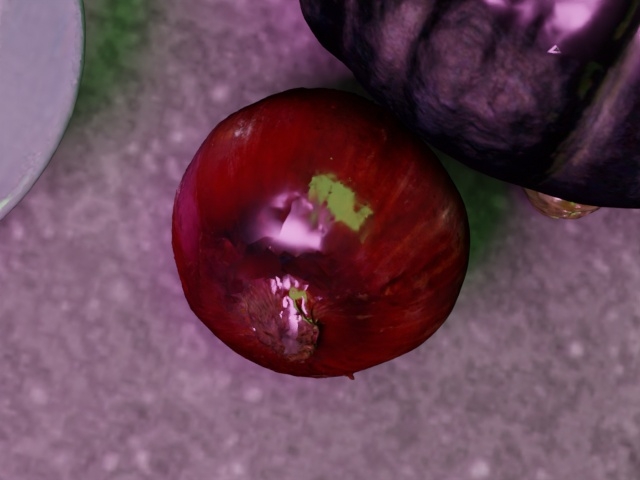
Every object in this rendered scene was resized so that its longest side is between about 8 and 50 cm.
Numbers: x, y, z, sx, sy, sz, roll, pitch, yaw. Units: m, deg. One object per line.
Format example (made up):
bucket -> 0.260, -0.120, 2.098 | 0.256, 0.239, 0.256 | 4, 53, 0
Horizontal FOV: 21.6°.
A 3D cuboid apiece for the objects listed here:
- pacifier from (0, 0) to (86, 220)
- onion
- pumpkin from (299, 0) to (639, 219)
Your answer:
pacifier -> -0.229, -0.120, 0.628 | 0.299, 0.233, 0.244 | 14, 78, -11
onion -> 0.000, 0.000, 0.720 | 0.131, 0.131, 0.131 | 1, 84, -12
pumpkin -> 0.112, -0.132, 0.713 | 0.295, 0.296, 0.296 | 1, 84, -12
